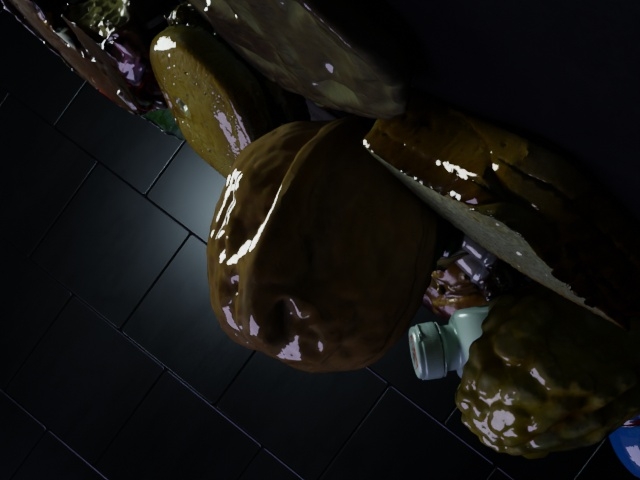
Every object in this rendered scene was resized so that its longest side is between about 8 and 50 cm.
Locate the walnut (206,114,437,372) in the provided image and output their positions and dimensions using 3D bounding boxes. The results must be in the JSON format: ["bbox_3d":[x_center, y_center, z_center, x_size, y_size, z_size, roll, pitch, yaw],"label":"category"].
[{"bbox_3d":[0.000,0.000,0.784,0.224,0.257,0.257,20,174,26],"label":"walnut"}]

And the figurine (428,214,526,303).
[{"bbox_3d":[0.086,-0.032,1.012,0.370,0.167,0.281,28,162,12],"label":"figurine"}]

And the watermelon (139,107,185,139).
[{"bbox_3d":[-0.241,-0.309,1.433,0.264,0.151,0.302,33,-161,-6],"label":"watermelon"}]

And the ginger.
[{"bbox_3d":[0.250,0.069,1.596,0.274,0.152,0.357,36,180,-19],"label":"ginger"}]

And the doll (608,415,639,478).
[{"bbox_3d":[0.501,0.251,1.227,0.257,0.161,0.215,53,-171,-20],"label":"doll"}]

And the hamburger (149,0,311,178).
[{"bbox_3d":[-0.094,-0.168,0.894,0.189,0.122,0.215,32,153,51],"label":"hamburger"}]

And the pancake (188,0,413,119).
[{"bbox_3d":[-0.050,-0.180,0.571,0.294,0.049,0.294,37,178,1],"label":"pancake"}]

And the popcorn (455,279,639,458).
[{"bbox_3d":[0.223,0.116,0.771,0.189,0.218,0.169,119,131,-67],"label":"popcorn"}]

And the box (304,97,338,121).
[{"bbox_3d":[-0.077,-0.211,1.217,0.343,0.065,0.200,36,-179,3],"label":"box"}]

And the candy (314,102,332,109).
[{"bbox_3d":[0.024,-0.143,0.787,0.055,0.049,0.185,68,-163,9],"label":"candy"}]

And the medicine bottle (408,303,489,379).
[{"bbox_3d":[0.222,0.115,0.935,0.121,0.229,0.083,86,174,-70],"label":"medicine bottle"}]

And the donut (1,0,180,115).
[{"bbox_3d":[-0.294,-0.298,1.040,0.345,0.136,0.259,38,169,19],"label":"donut"}]

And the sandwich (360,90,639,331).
[{"bbox_3d":[0.143,-0.029,0.621,0.186,0.065,0.215,36,-178,-33],"label":"sandwich"}]
